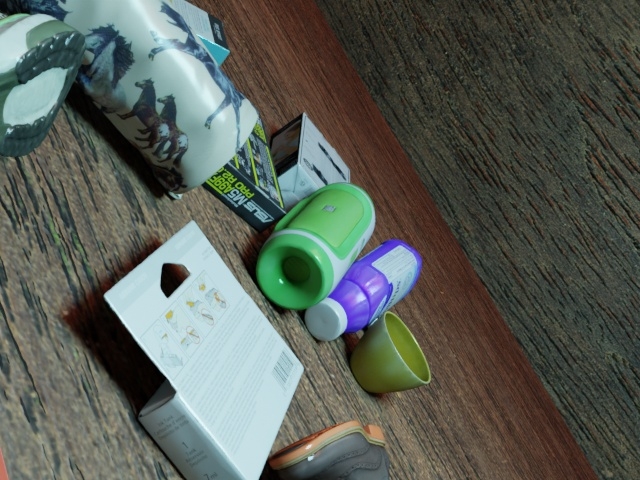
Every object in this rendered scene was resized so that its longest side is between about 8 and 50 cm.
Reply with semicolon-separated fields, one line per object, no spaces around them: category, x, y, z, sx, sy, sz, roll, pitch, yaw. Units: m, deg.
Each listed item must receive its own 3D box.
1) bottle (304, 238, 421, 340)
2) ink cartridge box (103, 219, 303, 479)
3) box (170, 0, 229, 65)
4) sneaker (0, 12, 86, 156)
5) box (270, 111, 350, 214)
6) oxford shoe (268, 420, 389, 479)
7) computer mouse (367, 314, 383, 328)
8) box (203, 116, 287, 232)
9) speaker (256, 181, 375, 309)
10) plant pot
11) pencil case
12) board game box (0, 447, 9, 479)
bottle;0.073;0.086;1.377;0.092;0.118;0.283;35;30;16
ink cartridge box;-0.130;0.122;0.904;0.239;0.060;0.275;53;18;-8
box;-0.265;-0.353;1.286;0.244;0.060;0.100;22;34;-34
sneaker;-0.367;-0.132;0.669;0.182;0.158;0.410;25;19;5
box;-0.021;-0.121;1.607;0.169;0.087;0.290;50;18;-22
oxford shoe;0.028;0.281;0.997;0.271;0.097;0.098;23;43;-61
computer mouse;0.098;0.156;1.515;0.193;0.042;0.106;48;13;-9
box;-0.162;-0.169;1.354;0.216;0.060;0.270;42;22;-41
speaker;0.000;0.000;1.314;0.131;0.131;0.296;54;27;-7
plant pot;0.106;0.199;1.355;0.134;0.095;0.134;49;19;-22
pencil case;-0.251;-0.234;1.027;0.410;0.183;0.160;49;23;-29
board game box;-0.331;0.064;0.440;0.316;0.064;0.242;25;35;-60
